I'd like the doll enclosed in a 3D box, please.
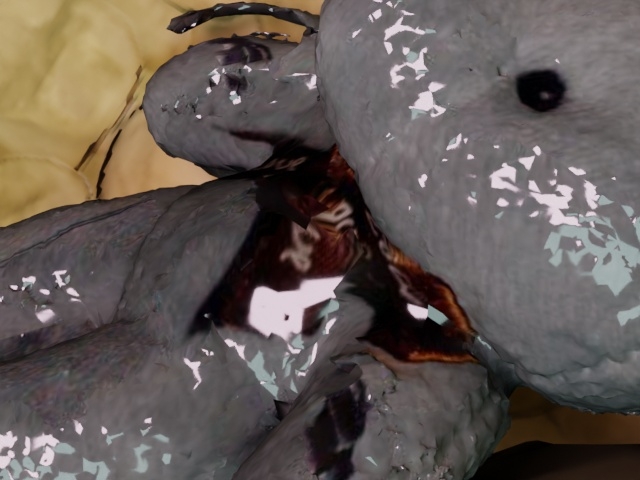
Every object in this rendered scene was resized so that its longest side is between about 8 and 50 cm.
[{"bbox_3d":[0.001,-0.006,0.576,0.340,0.246,0.158,-10,128,6],"label":"doll"}]

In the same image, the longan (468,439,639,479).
[{"bbox_3d":[0.095,0.262,0.606,0.404,0.404,0.436,38,138,-9],"label":"longan"}]
